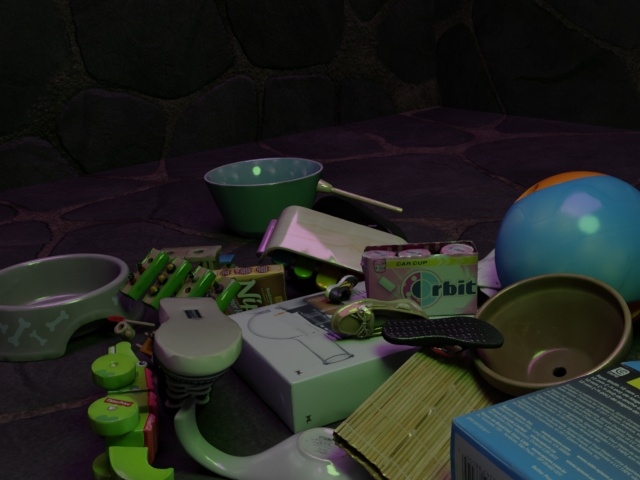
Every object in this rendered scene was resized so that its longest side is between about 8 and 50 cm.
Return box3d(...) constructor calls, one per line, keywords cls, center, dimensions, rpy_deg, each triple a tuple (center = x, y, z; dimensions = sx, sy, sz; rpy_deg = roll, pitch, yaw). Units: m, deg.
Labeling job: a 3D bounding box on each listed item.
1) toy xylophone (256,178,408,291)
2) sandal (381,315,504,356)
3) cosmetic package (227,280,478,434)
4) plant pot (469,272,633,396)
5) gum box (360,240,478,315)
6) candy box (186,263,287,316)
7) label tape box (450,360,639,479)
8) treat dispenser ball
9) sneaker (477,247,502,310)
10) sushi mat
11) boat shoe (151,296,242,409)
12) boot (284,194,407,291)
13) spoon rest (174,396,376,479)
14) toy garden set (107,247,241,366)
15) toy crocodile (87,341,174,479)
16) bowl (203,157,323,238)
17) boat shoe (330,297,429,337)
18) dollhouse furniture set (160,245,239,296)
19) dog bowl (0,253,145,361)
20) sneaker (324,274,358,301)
box3d(cls="toy xylophone", center=(0.047, 0.007, 1.623), dimensions=(0.323, 0.081, 0.236), rpy_deg=(24, 52, 9))
box3d(cls="sandal", center=(0.179, 0.145, 1.198), dimensions=(0.179, 0.040, 0.067), rpy_deg=(1, 28, 1))
box3d(cls="cosmetic package", center=(0.062, 0.170, 1.354), dimensions=(0.377, 0.097, 0.284), rpy_deg=(-13, 23, -25))
box3d(cls="plant pot", center=(0.350, 0.165, 1.216), dimensions=(0.238, 0.109, 0.237), rpy_deg=(-18, 34, 12))
box3d(cls="gum box", center=(0.160, 0.064, 1.332), dimensions=(0.189, 0.107, 0.062), rpy_deg=(-3, 19, 0))
box3d(cls="candy box", center=(-0.158, 0.110, 1.559), dimensions=(0.187, 0.109, 0.053), rpy_deg=(-6, 18, -4))
box3d(cls="label tape box", center=(0.368, 0.265, 0.966), dimensions=(0.348, 0.115, 0.249), rpy_deg=(-10, 20, -24))
box3d(cls="treat dispenser ball", center=(0.449, 0.024, 1.402), dimensions=(0.288, 0.288, 0.288), rpy_deg=(-4, 18, 1))
box3d(cls="sneaker", center=(0.340, 0.087, 1.563), dimensions=(0.305, 0.114, 0.152), rpy_deg=(-14, 34, -15))
box3d(cls="sushi mat", center=(0.150, 0.240, 1.109), dimensions=(0.151, 0.019, 0.317), rpy_deg=(42, 35, 13))
box3d(cls="boat shoe", center=(-0.185, 0.190, 1.193), dimensions=(0.127, 0.158, 0.340), rpy_deg=(0, 8, -10))
box3d(cls="boot", center=(0.000, -0.004, 1.836), dimensions=(0.260, 0.131, 0.348), rpy_deg=(-15, 21, -29))
box3d(cls="spoon rest", center=(-0.060, 0.286, 1.080), dimensions=(0.277, 0.084, 0.137), rpy_deg=(14, 23, 10))
box3d(cls="toy garden set", center=(-0.295, 0.116, 1.469), dimensions=(0.244, 0.049, 0.203), rpy_deg=(17, 63, 38))
box3d(cls="toy crocodile", center=(-0.272, 0.250, 1.154), dimensions=(0.105, 0.115, 0.340), rpy_deg=(-3, 20, -13))
box3d(cls="bowl", center=(-0.144, -0.108, 2.138), dimensions=(0.312, 0.163, 0.311), rpy_deg=(-3, 18, 1))
box3d(cls="boat shoe", center=(0.092, 0.123, 1.259), dimensions=(0.153, 0.056, 0.048), rpy_deg=(-1, 17, -20))
box3d(cls="dollhouse furniture set", center=(-0.255, 0.063, 1.690), dimensions=(0.129, 0.129, 0.183), rpy_deg=(-2, 19, 7))
box3d(cls="dog bowl", center=(-0.534, 0.121, 1.625), dimensions=(0.349, 0.102, 0.348), rpy_deg=(-4, 18, 1))
box3d(cls="sneaker", center=(0.043, 0.088, 1.414), dimensions=(0.035, 0.031, 0.083), rpy_deg=(25, 35, 33))
